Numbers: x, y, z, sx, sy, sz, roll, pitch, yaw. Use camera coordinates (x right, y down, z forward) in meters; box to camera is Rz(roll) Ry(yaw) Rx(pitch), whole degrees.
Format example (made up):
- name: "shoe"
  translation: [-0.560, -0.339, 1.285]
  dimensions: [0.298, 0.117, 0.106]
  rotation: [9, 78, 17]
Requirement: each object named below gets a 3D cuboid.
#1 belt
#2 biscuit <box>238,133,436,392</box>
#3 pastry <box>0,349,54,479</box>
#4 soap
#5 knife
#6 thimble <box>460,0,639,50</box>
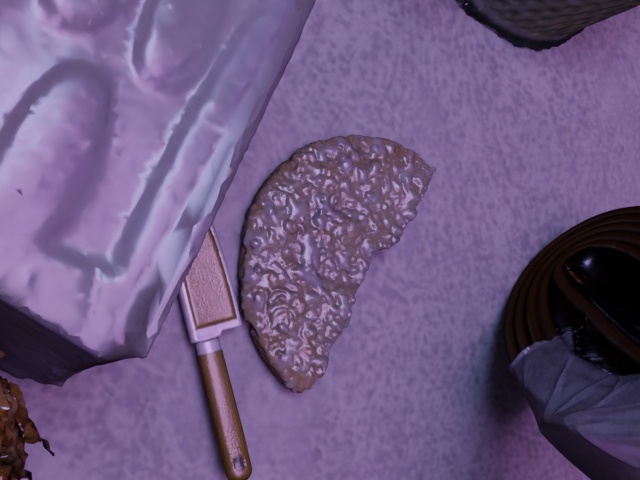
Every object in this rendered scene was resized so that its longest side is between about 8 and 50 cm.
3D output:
- name: "belt"
  translation: [0.276, 0.090, 0.719]
  dimensions: [0.217, 0.339, 0.122]
  rotation: [-38, 107, 12]
- name: "biscuit"
  translation: [0.000, -0.005, 0.728]
  dimensions: [0.133, 0.032, 0.250]
  rotation: [40, 69, -19]
- name: "pastry"
  translation: [-0.280, 0.145, 0.446]
  dimensions: [0.193, 0.275, 0.275]
  rotation: [44, 64, 6]
- name: "soap"
  translation: [-0.245, -0.157, 0.504]
  dimensions: [0.435, 0.213, 0.350]
  rotation: [35, 71, -21]
- name: "knife"
  translation: [-0.087, 0.066, 0.677]
  dimensions: [0.046, 0.022, 0.256]
  rotation: [-13, 87, -24]
- name: "thimble"
  translation: [0.251, -0.341, 0.833]
  dimensions: [0.270, 0.150, 0.271]
  rotation: [3, 83, -29]
